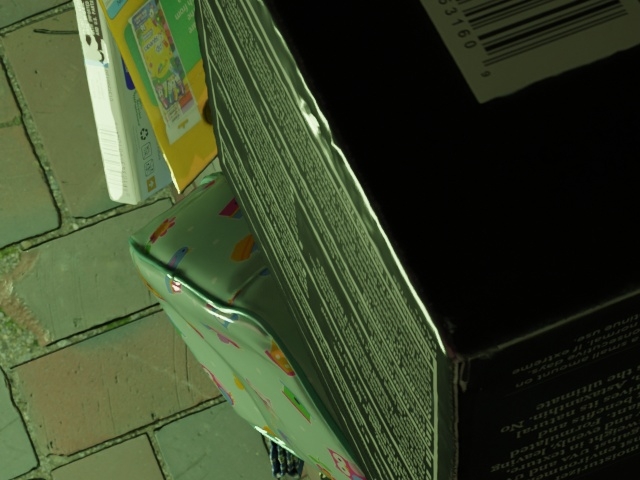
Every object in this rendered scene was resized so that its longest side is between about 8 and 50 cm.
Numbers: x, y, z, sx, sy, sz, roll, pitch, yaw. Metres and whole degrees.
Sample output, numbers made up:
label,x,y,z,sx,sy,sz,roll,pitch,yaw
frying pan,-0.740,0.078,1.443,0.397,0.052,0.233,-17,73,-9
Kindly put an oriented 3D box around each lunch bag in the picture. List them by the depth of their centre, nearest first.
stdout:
label,x,y,z,sx,sy,sz,roll,pitch,yaw
lunch bag,-0.015,0.073,1.300,0.224,0.108,0.279,55,166,-27

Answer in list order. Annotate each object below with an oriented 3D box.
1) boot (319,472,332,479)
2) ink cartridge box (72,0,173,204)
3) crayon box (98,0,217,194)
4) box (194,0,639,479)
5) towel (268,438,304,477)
label,x,y,z,sx,sy,sz,roll,pitch,yaw
boot,0.020,0.196,1.968,0.178,0.085,0.236,-118,17,-48
ink cartridge box,-0.123,-0.167,1.572,0.045,0.208,0.206,11,122,34
crayon box,-0.077,-0.221,1.254,0.203,0.083,0.323,-42,63,41
box,0.072,-0.033,0.783,0.294,0.183,0.296,87,160,-60
towel,-0.035,0.037,1.694,0.336,0.040,0.243,79,-160,-48
